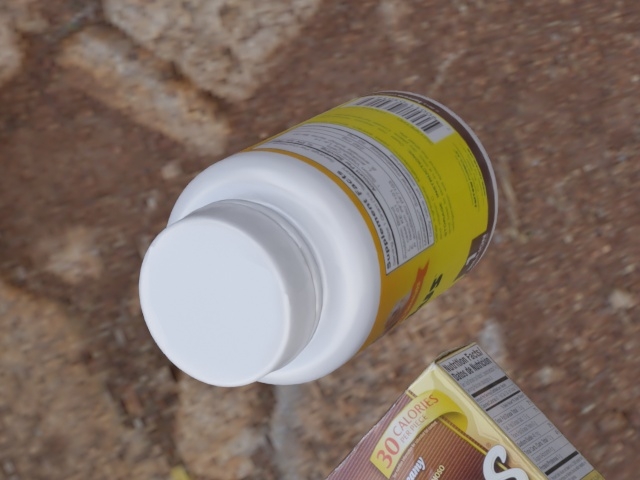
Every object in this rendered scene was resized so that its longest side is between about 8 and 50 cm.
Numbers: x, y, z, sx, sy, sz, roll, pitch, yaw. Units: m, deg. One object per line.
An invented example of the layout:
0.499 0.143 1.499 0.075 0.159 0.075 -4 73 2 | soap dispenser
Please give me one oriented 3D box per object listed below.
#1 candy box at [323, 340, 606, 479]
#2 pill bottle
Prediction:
0.092 0.152 0.865 0.187 0.053 0.109 47 117 15 | candy box
0.000 0.000 0.952 0.117 0.215 0.117 9 110 27 | pill bottle
